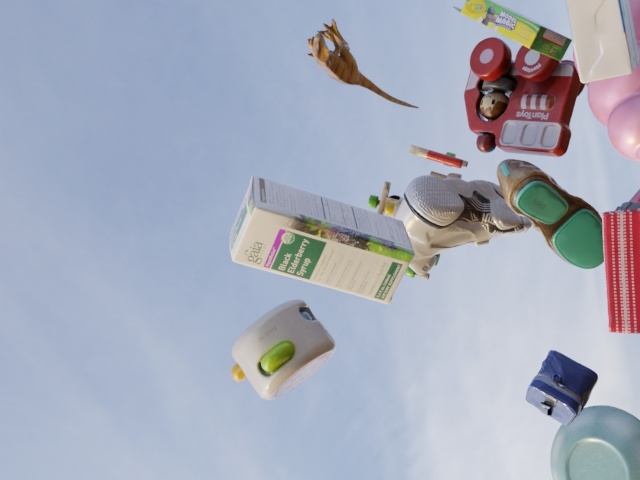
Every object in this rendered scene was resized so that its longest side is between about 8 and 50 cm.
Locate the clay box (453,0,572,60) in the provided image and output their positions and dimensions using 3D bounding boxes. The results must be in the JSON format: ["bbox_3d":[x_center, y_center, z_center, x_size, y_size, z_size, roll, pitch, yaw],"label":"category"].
[{"bbox_3d":[0.384,-0.439,1.833,0.127,0.222,0.053,4,-61,-47],"label":"clay box"}]

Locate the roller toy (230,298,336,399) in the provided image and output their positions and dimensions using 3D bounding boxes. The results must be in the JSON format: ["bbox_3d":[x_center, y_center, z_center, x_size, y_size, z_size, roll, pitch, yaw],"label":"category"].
[{"bbox_3d":[-0.079,0.219,1.860,0.191,0.146,0.209,-27,-19,-35],"label":"roller toy"}]

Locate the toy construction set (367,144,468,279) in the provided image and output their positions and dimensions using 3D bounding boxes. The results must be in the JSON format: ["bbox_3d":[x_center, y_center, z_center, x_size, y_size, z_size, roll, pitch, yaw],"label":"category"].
[{"bbox_3d":[0.231,-0.110,2.345,0.257,0.237,0.309,-47,-29,-54],"label":"toy construction set"}]

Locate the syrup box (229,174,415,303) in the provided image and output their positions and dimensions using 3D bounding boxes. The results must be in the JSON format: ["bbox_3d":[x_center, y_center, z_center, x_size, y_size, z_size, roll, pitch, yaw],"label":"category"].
[{"bbox_3d":[0.000,0.000,1.259,0.236,0.096,0.093,16,-61,-16],"label":"syrup box"}]

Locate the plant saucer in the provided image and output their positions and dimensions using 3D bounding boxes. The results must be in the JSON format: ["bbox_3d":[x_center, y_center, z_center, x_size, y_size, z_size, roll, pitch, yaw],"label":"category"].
[{"bbox_3d":[0.421,0.346,1.358,0.037,0.195,0.195,3,-69,-44],"label":"plant saucer"}]

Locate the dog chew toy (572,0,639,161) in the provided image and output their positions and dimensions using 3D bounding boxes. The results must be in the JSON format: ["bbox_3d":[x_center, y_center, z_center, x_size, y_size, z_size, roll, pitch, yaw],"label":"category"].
[{"bbox_3d":[0.553,-0.277,1.570,0.207,0.206,0.332,56,-150,-51],"label":"dog chew toy"}]

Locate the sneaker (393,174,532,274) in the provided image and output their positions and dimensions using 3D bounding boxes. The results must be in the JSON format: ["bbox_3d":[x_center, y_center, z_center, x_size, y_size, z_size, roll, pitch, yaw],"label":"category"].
[{"bbox_3d":[0.302,-0.031,2.075,0.365,0.137,0.210,7,-43,-34],"label":"sneaker"}]

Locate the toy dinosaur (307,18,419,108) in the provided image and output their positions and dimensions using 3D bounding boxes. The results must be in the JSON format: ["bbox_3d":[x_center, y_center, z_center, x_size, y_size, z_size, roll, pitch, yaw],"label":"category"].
[{"bbox_3d":[0.034,-0.230,1.225,0.064,0.112,0.211,-40,-30,23],"label":"toy dinosaur"}]

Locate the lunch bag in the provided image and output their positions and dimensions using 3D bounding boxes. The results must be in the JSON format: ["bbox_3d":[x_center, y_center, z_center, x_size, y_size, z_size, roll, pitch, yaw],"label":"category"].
[{"bbox_3d":[0.286,0.180,1.085,0.065,0.067,0.098,-56,-21,-14],"label":"lunch bag"}]

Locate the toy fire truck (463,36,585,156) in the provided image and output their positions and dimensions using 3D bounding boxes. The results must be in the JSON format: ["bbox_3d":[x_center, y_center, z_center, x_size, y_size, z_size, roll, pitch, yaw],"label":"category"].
[{"bbox_3d":[0.458,-0.324,2.109,0.169,0.302,0.254,22,-98,-46],"label":"toy fire truck"}]

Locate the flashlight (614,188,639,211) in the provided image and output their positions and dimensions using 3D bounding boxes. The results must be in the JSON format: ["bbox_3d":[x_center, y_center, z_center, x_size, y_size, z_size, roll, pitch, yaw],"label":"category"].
[{"bbox_3d":[0.789,-0.114,2.143,0.304,0.103,0.103,-41,-55,-32],"label":"flashlight"}]

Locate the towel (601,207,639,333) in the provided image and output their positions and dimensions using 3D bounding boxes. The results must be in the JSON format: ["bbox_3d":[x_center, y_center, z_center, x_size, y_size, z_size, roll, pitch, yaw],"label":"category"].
[{"bbox_3d":[0.575,0.043,1.373,0.031,0.274,0.199,-13,-80,-68],"label":"towel"}]

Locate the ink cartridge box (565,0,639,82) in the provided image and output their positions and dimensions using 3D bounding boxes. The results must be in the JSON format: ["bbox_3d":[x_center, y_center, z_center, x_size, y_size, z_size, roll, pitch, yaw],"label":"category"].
[{"bbox_3d":[0.347,-0.256,1.104,0.180,0.060,0.104,-36,-67,-63],"label":"ink cartridge box"}]

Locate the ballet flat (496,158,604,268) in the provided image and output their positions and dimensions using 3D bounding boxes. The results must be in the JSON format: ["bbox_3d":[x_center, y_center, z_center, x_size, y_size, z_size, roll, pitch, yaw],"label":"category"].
[{"bbox_3d":[0.439,-0.061,1.733,0.342,0.124,0.116,29,-67,-40],"label":"ballet flat"}]
